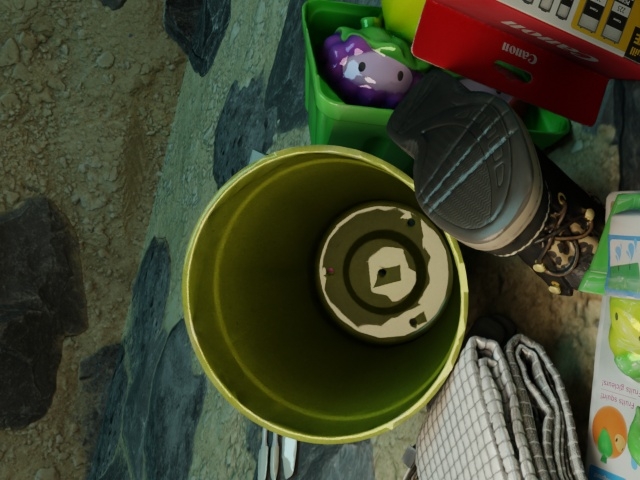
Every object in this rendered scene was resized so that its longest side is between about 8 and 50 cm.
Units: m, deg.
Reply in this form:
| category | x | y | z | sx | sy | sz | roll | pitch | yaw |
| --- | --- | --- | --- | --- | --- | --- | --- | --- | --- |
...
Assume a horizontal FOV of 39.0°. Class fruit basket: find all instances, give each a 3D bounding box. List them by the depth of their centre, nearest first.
| category | x | y | z | sx | sy | sz | roll | pitch | yaw |
| --- | --- | --- | --- | --- | --- | --- | --- | --- | --- |
| fruit basket | 0.361 | 0.126 | 0.858 | 0.327 | 0.165 | 0.353 | 9 | 88 | 66 |
| fruit basket | 0.163 | -0.274 | 1.261 | 0.392 | 0.392 | 0.283 | -53 | 32 | 38 |

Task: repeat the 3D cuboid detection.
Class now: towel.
| category | x | y | z | sx | sy | sz | roll | pitch | yaw |
| --- | --- | --- | --- | --- | --- | --- | --- | --- | --- |
| towel | 0.215 | 0.285 | 1.046 | 0.235 | 0.121 | 0.284 | 110 | 157 | -47 |

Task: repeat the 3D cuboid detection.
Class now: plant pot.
| category | x | y | z | sx | sy | sz | roll | pitch | yaw |
| --- | --- | --- | --- | --- | --- | --- | --- | --- | --- |
| plant pot | 0.048 | 0.060 | 1.266 | 0.366 | 0.366 | 0.353 | -70 | -16 | 8 |

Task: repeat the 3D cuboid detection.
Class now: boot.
| category | x | y | z | sx | sy | sz | roll | pitch | yaw |
| --- | --- | --- | --- | --- | --- | --- | --- | --- | --- |
| boot | 0.233 | -0.039 | 1.033 | 0.138 | 0.284 | 0.377 | -49 | 23 | 11 |

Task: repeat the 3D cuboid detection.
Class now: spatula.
| category | x | y | z | sx | sy | sz | roll | pitch | yaw |
| --- | --- | --- | --- | --- | --- | --- | --- | --- | --- |
| spatula | -0.085 | 0.367 | 1.815 | 0.168 | 0.019 | 0.242 | 134 | 145 | -54 |

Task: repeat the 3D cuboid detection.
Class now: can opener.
| category | x | y | z | sx | sy | sz | roll | pitch | yaw |
| --- | --- | --- | --- | --- | --- | --- | --- | --- | --- |
| can opener | 0.202 | 0.240 | 1.256 | 0.095 | 0.076 | 0.283 | 37 | 113 | 29 |

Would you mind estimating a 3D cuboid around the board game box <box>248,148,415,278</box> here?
| category | x | y | z | sx | sy | sz | roll | pitch | yaw |
| --- | --- | --- | --- | --- | --- | --- | --- | --- | --- |
| board game box | 0.000 | 0.000 | 1.509 | 0.097 | 0.303 | 0.224 | 33 | 106 | 65 |

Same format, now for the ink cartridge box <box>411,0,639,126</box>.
| category | x | y | z | sx | sy | sz | roll | pitch | yaw |
| --- | --- | --- | --- | --- | --- | --- | --- | --- | --- |
| ink cartridge box | 0.296 | -0.299 | 1.068 | 0.130 | 0.309 | 0.272 | 27 | 101 | 65 |
